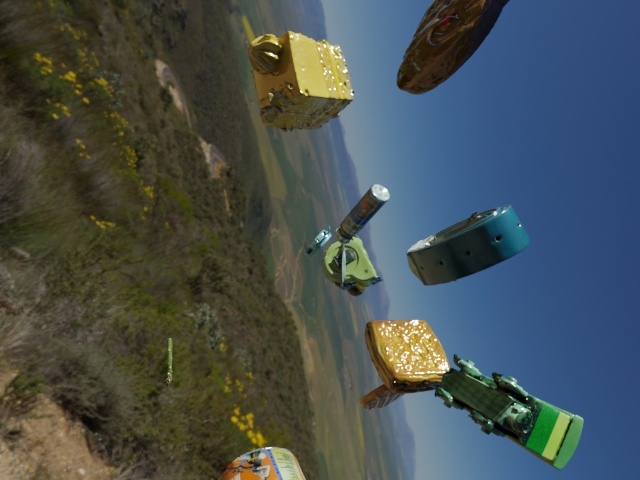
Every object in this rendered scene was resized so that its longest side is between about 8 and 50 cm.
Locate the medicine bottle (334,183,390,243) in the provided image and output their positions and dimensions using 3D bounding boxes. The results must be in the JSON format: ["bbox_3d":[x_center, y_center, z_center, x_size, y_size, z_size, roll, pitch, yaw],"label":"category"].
[{"bbox_3d":[0.096,-0.060,1.101,0.191,0.051,0.051,128,-39,-49],"label":"medicine bottle"}]

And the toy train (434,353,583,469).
[{"bbox_3d":[0.382,0.356,0.990,0.120,0.202,0.301,-60,-170,-8],"label":"toy train"}]

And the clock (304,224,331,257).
[{"bbox_3d":[0.001,0.001,1.819,0.045,0.147,0.108,40,44,0],"label":"clock"}]

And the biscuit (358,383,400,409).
[{"bbox_3d":[0.253,0.479,1.488,0.040,0.205,0.309,58,13,26],"label":"biscuit"}]

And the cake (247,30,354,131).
[{"bbox_3d":[-0.085,-0.478,1.396,0.222,0.286,0.227,-24,-103,54],"label":"cake"}]

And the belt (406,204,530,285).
[{"bbox_3d":[0.495,0.022,1.607,0.437,0.300,0.173,-34,-96,51],"label":"belt"}]

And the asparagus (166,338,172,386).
[{"bbox_3d":[-0.370,0.298,1.127,0.014,0.015,0.114,12,62,-37],"label":"asparagus"}]

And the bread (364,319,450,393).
[{"bbox_3d":[0.244,0.330,1.316,0.235,0.211,0.099,-110,-154,-51],"label":"bread"}]

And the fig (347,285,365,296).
[{"bbox_3d":[0.138,0.158,1.691,0.084,0.098,0.082,52,6,-2],"label":"fig"}]

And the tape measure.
[{"bbox_3d":[0.095,0.078,1.585,0.106,0.175,0.199,59,9,-65],"label":"tape measure"}]

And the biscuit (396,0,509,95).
[{"bbox_3d":[0.310,-0.517,1.034,0.350,0.070,0.394,-21,-139,60],"label":"biscuit"}]

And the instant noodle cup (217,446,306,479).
[{"bbox_3d":[-0.144,0.699,1.193,0.214,0.297,0.296,-122,-167,-52],"label":"instant noodle cup"}]
